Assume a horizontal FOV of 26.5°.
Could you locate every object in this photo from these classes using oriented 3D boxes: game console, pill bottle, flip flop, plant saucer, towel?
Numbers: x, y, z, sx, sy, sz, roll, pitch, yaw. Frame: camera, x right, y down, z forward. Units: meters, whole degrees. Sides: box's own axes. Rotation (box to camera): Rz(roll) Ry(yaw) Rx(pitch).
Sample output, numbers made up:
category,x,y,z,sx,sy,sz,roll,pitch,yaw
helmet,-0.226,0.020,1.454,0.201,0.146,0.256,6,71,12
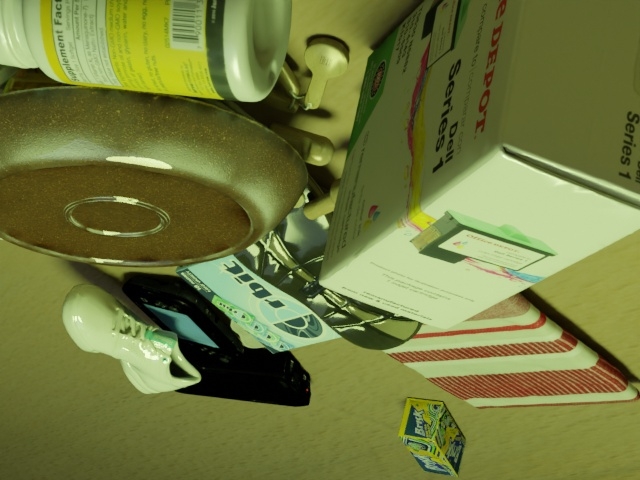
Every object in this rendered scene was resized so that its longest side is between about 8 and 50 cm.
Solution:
category,x,y,z,sx,sy,sz,roll,pitch,yaw
game console,-0.158,0.134,1.761,0.213,0.044,0.361,4,155,21
pill bottle,-0.134,-0.165,0.956,0.209,0.119,0.119,8,157,14
flip flop,0.000,0.000,1.301,0.112,0.080,0.277,-33,122,28
plant saucer,-0.166,-0.038,1.121,0.311,0.050,0.310,2,160,1
towel,0.189,0.120,1.551,0.237,0.037,0.329,-7,150,39

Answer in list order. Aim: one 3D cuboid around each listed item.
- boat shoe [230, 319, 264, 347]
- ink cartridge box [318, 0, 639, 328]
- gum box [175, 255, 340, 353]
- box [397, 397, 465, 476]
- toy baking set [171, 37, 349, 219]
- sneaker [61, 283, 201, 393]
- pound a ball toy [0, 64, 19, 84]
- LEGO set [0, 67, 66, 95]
category,x,y,z,sx,sy,sz,roll,pitch,yaw
boat shoe,-0.082,0.092,1.628,0.046,0.038,0.125,-10,155,5
ink cartridge box,0.118,-0.079,0.910,0.117,0.201,0.278,20,156,-16
gum box,-0.046,0.050,1.459,0.157,0.041,0.184,41,148,-22
box,0.158,0.277,1.900,0.054,0.059,0.169,6,156,21
toy baking set,-0.020,-0.092,1.146,0.197,0.030,0.256,38,136,-24
sneaker,-0.222,0.117,1.646,0.094,0.080,0.212,-2,148,34
pound a ball toy,-0.389,-0.157,1.048,0.319,0.135,0.208,7,121,15
LEGO set,-0.245,-0.125,1.185,0.132,0.107,0.287,-22,151,-6
